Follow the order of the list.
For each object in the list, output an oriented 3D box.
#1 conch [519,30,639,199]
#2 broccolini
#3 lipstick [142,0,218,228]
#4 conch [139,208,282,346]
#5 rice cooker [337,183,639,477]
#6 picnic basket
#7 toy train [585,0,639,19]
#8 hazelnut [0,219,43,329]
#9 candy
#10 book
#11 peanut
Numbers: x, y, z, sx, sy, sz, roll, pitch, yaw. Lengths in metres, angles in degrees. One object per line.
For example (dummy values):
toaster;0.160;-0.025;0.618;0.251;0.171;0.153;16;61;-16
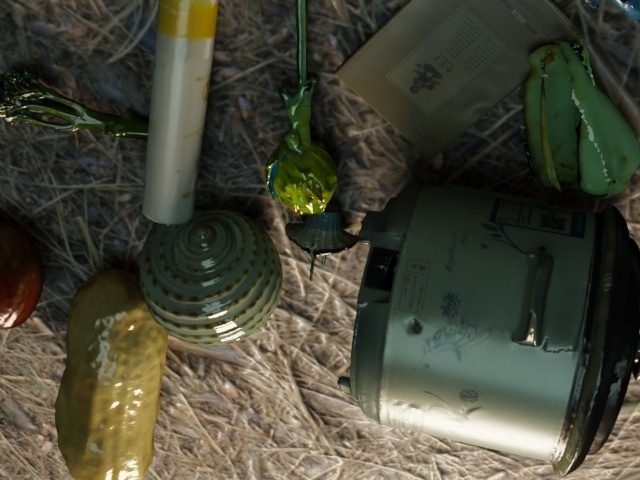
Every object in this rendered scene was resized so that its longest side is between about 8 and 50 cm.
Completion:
conch;0.233;-0.107;0.861;0.105;0.079;0.170;-25;110;17
broccolini;-0.242;-0.140;0.980;0.216;0.058;0.067;9;167;-2
lipstick;-0.142;-0.141;0.919;0.059;0.059;0.264;14;119;4
conch;-0.127;0.058;1.031;0.172;0.131;0.200;3;124;11
rice cooker;0.180;0.080;0.894;0.316;0.264;0.317;13;160;5
picnic basket;0.000;0.000;1.004;0.083;0.065;0.083;13;110;5
toy train;0.298;-0.211;0.656;0.300;0.265;0.188;38;115;-12
hazelnut;-0.407;0.038;1.090;0.154;0.143;0.143;9;128;28
candy;-0.020;-0.145;0.910;0.077;0.073;0.262;11;121;19
book;0.128;-0.179;0.873;0.138;0.016;0.198;41;123;-16
peanut;-0.266;0.177;1.145;0.147;0.147;0.319;11;118;6
